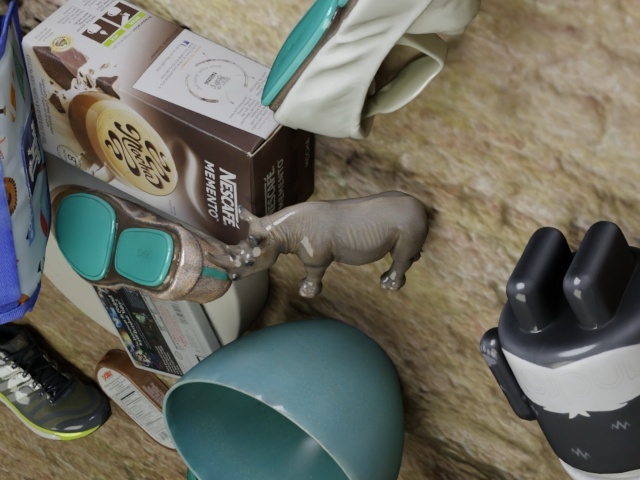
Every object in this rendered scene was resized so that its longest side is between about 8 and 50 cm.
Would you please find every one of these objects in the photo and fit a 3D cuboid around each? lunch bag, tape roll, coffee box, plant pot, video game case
[{"bbox_3d":[-0.439,-0.123,1.549,0.385,0.239,0.328,37,139,44],"label":"lunch bag"},{"bbox_3d":[-0.242,-0.010,1.731,0.392,0.072,0.392,26,144,21],"label":"tape roll"},{"bbox_3d":[-0.159,-0.127,1.472,0.297,0.119,0.168,26,144,20],"label":"coffee box"},{"bbox_3d":[-0.014,0.206,1.640,0.290,0.195,0.290,25,143,21],"label":"plant pot"},{"bbox_3d":[-0.203,0.105,1.740,0.173,0.022,0.190,10,137,36],"label":"video game case"}]

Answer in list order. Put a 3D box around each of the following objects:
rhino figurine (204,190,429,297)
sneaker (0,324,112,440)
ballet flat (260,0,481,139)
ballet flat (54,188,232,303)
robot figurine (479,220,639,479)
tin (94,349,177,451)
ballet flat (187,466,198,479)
[{"bbox_3d":[0.000,0.000,1.402,0.106,0.243,0.073,101,157,-44],"label":"rhino figurine"},{"bbox_3d":[-0.456,0.209,2.156,0.300,0.111,0.121,24,139,20],"label":"sneaker"},{"bbox_3d":[0.065,-0.202,1.188,0.139,0.139,0.400,40,150,0],"label":"ballet flat"},{"bbox_3d":[-0.196,0.015,1.546,0.106,0.108,0.316,13,-174,-35],"label":"ballet flat"},{"bbox_3d":[0.272,0.115,1.289,0.278,0.173,0.209,61,171,-27],"label":"robot figurine"},{"bbox_3d":[-0.259,0.242,2.062,0.190,0.040,0.106,46,142,-7],"label":"tin"},{"bbox_3d":[-0.164,0.329,2.034,0.221,0.079,0.077,86,163,-45],"label":"ballet flat"}]
